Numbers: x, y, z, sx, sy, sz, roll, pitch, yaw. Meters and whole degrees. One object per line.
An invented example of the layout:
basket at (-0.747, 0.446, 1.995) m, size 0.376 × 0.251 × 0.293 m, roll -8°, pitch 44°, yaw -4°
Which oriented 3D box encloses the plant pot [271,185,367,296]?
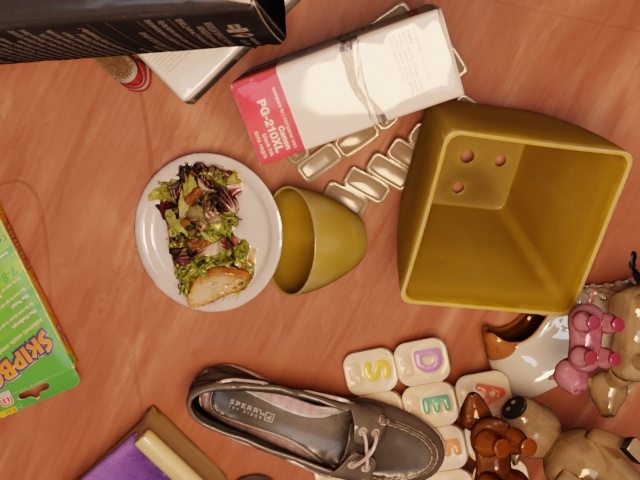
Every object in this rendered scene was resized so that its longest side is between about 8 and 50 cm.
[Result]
plant pot at (0.000, 0.000, 1.146) m, size 0.095 × 0.134 × 0.134 m, roll -1°, pitch 101°, yaw -31°

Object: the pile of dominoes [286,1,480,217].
pile of dominoes at (0.072, -0.159, 1.169) m, size 0.251 × 0.040 × 0.196 m, roll -34°, pitch 100°, yaw 12°

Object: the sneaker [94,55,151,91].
sneaker at (-0.252, -0.227, 1.132) m, size 0.042 × 0.067 × 0.118 m, roll -43°, pitch 69°, yaw 7°

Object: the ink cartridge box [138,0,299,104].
ink cartridge box at (-0.143, -0.342, 1.104) m, size 0.275 × 0.060 × 0.239 m, roll -43°, pitch 91°, yaw 5°

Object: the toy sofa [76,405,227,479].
toy sofa at (-0.293, 0.397, 1.166) m, size 0.362 × 0.177 × 0.150 m, roll -42°, pitch 100°, yaw 6°

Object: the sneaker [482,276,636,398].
sneaker at (0.342, 0.089, 1.177) m, size 0.290 × 0.106 × 0.123 m, roll -29°, pitch 102°, yaw 4°

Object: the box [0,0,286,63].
box at (-0.294, -0.432, 0.930) m, size 0.471 × 0.297 × 0.480 m, roll -4°, pitch 95°, yaw 4°

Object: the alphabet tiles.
alphabet tiles at (0.120, 0.274, 1.196) m, size 0.277 × 0.021 × 0.284 m, roll -12°, pitch 87°, yaw 13°

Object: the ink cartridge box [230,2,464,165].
ink cartridge box at (0.033, -0.182, 1.054) m, size 0.237 × 0.172 × 0.100 m, roll -18°, pitch 104°, yaw 8°

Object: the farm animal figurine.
farm animal figurine at (0.307, 0.228, 1.068) m, size 0.330 × 0.172 × 0.327 m, roll -31°, pitch 98°, yaw -17°

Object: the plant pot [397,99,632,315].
plant pot at (0.197, -0.057, 1.079) m, size 0.212 × 0.187 × 0.212 m, roll 6°, pitch 119°, yaw -13°

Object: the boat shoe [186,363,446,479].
boat shoe at (-0.011, 0.241, 1.157) m, size 0.335 × 0.095 × 0.112 m, roll 15°, pitch 97°, yaw 8°

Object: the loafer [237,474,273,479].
loafer at (-0.059, 0.466, 1.229) m, size 0.109 × 0.095 × 0.303 m, roll -18°, pitch 100°, yaw 1°

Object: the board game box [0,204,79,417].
board game box at (-0.412, 0.089, 1.178) m, size 0.124 × 0.039 × 0.260 m, roll -23°, pitch 98°, yaw 2°

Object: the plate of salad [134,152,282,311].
plate of salad at (-0.144, -0.008, 1.145) m, size 0.199 × 0.048 × 0.200 m, roll 2°, pitch 99°, yaw 17°
